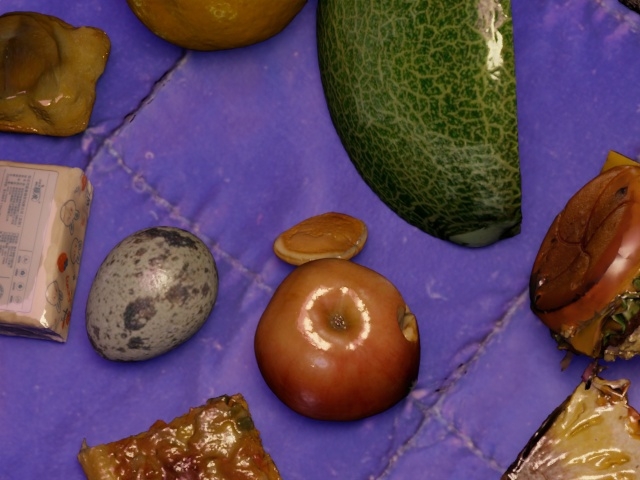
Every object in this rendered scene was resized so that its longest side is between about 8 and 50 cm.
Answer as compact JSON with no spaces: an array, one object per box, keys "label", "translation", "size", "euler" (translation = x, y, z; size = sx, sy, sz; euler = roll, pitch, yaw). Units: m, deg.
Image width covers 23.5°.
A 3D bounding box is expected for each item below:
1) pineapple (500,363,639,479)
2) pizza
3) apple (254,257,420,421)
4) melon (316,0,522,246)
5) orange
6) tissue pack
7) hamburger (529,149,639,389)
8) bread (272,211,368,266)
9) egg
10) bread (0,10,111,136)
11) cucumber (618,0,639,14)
[{"label":"pineapple","translation":[0.283,0.254,1.627],"size":[0.186,0.114,0.236],"euler":[-11,61,3]},{"label":"pizza","translation":[-0.125,0.254,1.686],"size":[0.292,0.058,0.197],"euler":[24,75,13]},{"label":"apple","translation":[0.017,0.104,1.655],"size":[0.199,0.199,0.199],"euler":[-2,72,6]},{"label":"melon","translation":[0.142,-0.175,1.728],"size":[0.331,0.226,0.344],"euler":[-25,65,40]},{"label":"orange","translation":[-0.120,-0.359,1.777],"size":[0.279,0.235,0.279],"euler":[-20,57,34]},{"label":"tissue pack","translation":[-0.352,0.009,1.773],"size":[0.148,0.092,0.196],"euler":[6,74,9]},{"label":"hamburger","translation":[0.323,0.031,1.626],"size":[0.138,0.243,0.262],"euler":[32,99,-15]},{"label":"bread","translation":[0.000,0.000,1.741],"size":[0.110,0.110,0.024],"euler":[-6,116,3]},{"label":"egg","translation":[-0.191,0.063,1.717],"size":[0.132,0.132,0.172],"euler":[43,91,17]},{"label":"bread","translation":[-0.374,-0.208,1.850],"size":[0.233,0.088,0.161],"euler":[7,78,11]},{"label":"cucumber","translation":[0.405,-0.268,1.810],"size":[0.135,0.034,0.033],"euler":[32,73,15]}]
